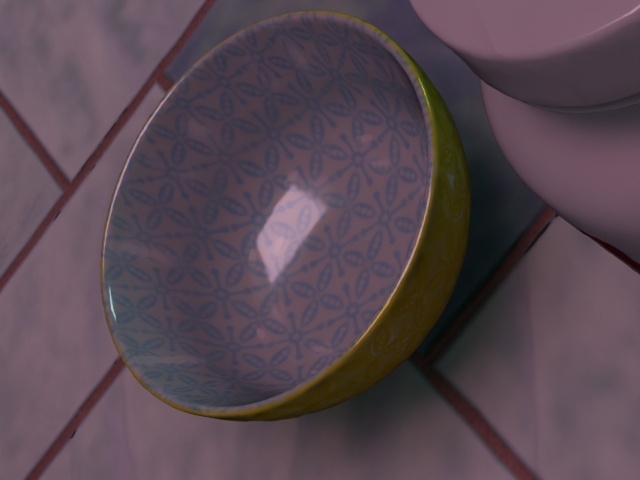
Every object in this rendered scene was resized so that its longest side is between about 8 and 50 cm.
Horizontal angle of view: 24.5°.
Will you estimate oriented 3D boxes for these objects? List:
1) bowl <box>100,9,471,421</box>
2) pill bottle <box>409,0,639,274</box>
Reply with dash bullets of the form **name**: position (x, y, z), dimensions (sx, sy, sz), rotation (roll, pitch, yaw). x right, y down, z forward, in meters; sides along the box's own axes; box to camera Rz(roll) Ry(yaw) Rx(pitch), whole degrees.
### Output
- **bowl**: position (0.000, 0.000, 1.040), dimensions (0.289, 0.156, 0.290), rotation (-15, 63, 34)
- **pill bottle**: position (0.224, -0.072, 0.707), dimensions (0.229, 0.407, 0.229), rotation (-21, 55, 33)
